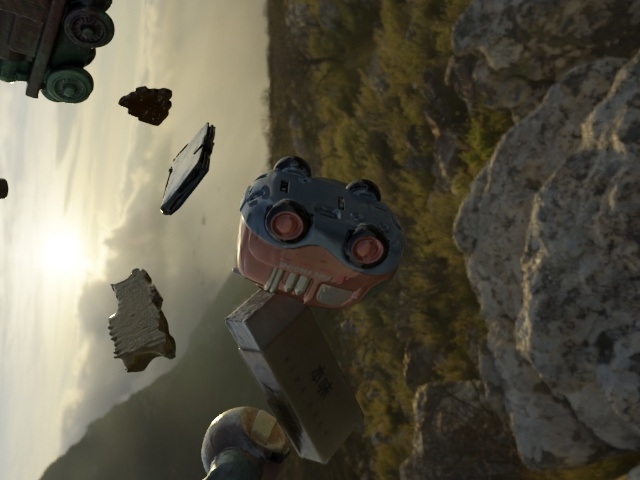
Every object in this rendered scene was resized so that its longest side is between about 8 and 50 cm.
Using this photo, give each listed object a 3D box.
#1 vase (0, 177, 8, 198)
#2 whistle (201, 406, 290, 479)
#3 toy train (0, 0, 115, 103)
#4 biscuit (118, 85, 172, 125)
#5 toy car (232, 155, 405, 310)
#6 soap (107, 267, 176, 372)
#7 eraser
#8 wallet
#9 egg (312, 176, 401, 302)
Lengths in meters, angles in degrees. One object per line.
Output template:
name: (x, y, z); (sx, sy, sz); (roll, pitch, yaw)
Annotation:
vase: (-0.801, -0.124, 1.416); (0.053, 0.100, 0.053); (4, 96, 42)
whistle: (-0.173, 0.464, 1.193); (0.348, 0.189, 0.189); (-60, -20, -73)
toy train: (-0.510, -0.388, 1.097); (0.304, 0.221, 0.150); (-49, 43, 40)
biscuit: (-0.383, -0.299, 1.333); (0.130, 0.119, 0.019); (91, 167, -65)
toy car: (-0.010, 0.009, 0.975); (0.181, 0.270, 0.213); (-89, 18, -58)
soap: (-0.521, 0.208, 1.683); (0.305, 0.169, 0.339); (64, 165, 6)
eraser: (-0.042, 0.249, 1.136); (0.078, 0.144, 0.344); (-4, 119, 47)
wallet: (-0.335, -0.191, 1.532); (0.169, 0.044, 0.317); (-44, 25, 17)
egg: (0.000, 0.000, 1.215); (0.352, 0.258, 0.259); (25, 114, 35)
